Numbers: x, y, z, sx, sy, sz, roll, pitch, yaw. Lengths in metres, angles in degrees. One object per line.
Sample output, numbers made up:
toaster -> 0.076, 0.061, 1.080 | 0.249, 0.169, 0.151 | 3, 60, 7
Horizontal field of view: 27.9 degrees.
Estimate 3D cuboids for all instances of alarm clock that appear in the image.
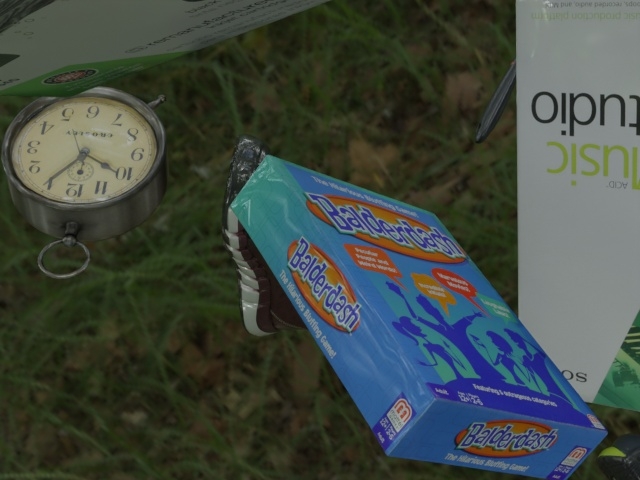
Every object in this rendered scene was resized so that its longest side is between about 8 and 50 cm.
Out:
alarm clock -> -0.189, -0.044, 1.023 | 0.129, 0.064, 0.192 | 5, 50, 1

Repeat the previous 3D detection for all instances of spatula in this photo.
spatula -> 0.279, -0.249, 1.679 | 0.296, 0.030, 0.084 | -55, 5, -8

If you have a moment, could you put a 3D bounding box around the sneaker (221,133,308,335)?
sneaker -> 0.000, 0.000, 1.218 | 0.162, 0.281, 0.106 | 4, 59, 6

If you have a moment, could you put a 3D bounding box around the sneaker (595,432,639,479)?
sneaker -> 0.318, 0.178, 0.982 | 0.121, 0.300, 0.111 | -54, 50, 14

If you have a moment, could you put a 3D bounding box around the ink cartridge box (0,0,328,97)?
ink cartridge box -> -0.150, -0.138, 0.538 | 0.198, 0.273, 0.115 | -13, 86, 36

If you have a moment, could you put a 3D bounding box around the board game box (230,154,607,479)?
board game box -> 0.056, 0.045, 0.769 | 0.047, 0.160, 0.210 | -53, 47, 20

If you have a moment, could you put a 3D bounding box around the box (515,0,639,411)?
box -> 0.247, -0.035, 0.873 | 0.232, 0.322, 0.058 | 6, 18, 32
